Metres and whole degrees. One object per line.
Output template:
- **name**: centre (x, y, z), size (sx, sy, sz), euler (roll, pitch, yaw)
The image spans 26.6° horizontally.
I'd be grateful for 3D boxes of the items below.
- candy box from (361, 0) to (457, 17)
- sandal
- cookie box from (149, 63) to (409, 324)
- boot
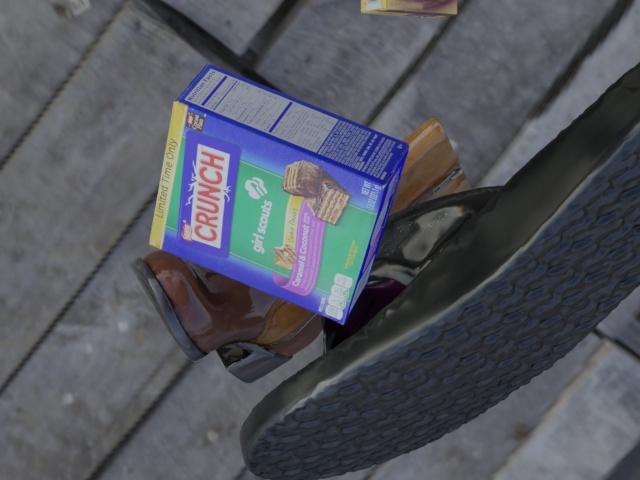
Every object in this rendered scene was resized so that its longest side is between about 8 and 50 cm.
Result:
- **candy box**: centre (0.102, -0.351, 1.544), size (0.109, 0.053, 0.186), euler (-4, 95, -37)
- **sandal**: centre (0.113, 0.016, 0.902), size (0.446, 0.107, 0.168), euler (-42, 140, 25)
- **cookie box**: centre (-0.022, -0.021, 0.652), size (0.107, 0.040, 0.091), euler (22, 130, 9)
- **boot**: centre (0.000, 0.000, 1.146), size (0.280, 0.096, 0.264), euler (-37, 147, 5)
